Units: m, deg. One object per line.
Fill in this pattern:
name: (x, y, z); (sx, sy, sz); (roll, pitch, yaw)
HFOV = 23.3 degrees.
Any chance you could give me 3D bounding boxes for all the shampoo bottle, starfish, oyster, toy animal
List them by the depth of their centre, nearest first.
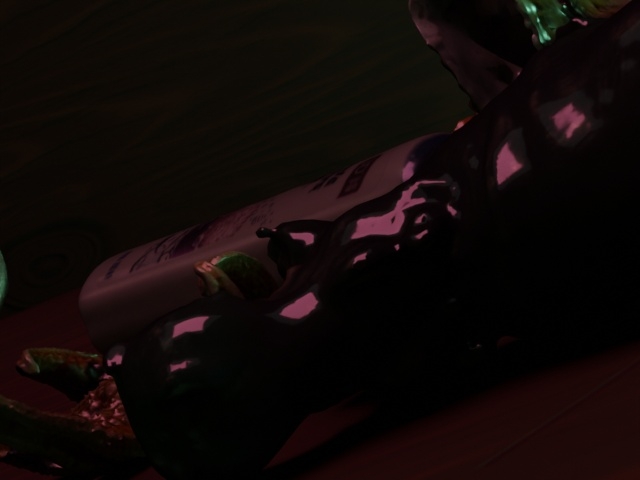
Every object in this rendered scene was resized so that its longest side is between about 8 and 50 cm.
toy animal: (0.092, -0.018, 0.561); (0.343, 0.106, 0.168); (-28, 10, 16)
starfish: (-0.103, 0.067, 0.706); (0.190, 0.074, 0.146); (-23, 5, 12)
oyster: (0.205, -0.116, 0.865); (0.351, 0.162, 0.158); (-3, 3, -43)
shampoo bottle: (0.000, 0.000, 0.971); (0.359, 0.078, 0.134); (-19, 3, 45)

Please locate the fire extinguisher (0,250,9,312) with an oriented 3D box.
fire extinguisher: (-0.218, 0.075, 0.650); (0.105, 0.104, 0.269); (-27, -17, -41)

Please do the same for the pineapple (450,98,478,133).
pineapple: (0.194, -0.129, 1.046); (0.250, 0.164, 0.140); (-22, 11, -31)
